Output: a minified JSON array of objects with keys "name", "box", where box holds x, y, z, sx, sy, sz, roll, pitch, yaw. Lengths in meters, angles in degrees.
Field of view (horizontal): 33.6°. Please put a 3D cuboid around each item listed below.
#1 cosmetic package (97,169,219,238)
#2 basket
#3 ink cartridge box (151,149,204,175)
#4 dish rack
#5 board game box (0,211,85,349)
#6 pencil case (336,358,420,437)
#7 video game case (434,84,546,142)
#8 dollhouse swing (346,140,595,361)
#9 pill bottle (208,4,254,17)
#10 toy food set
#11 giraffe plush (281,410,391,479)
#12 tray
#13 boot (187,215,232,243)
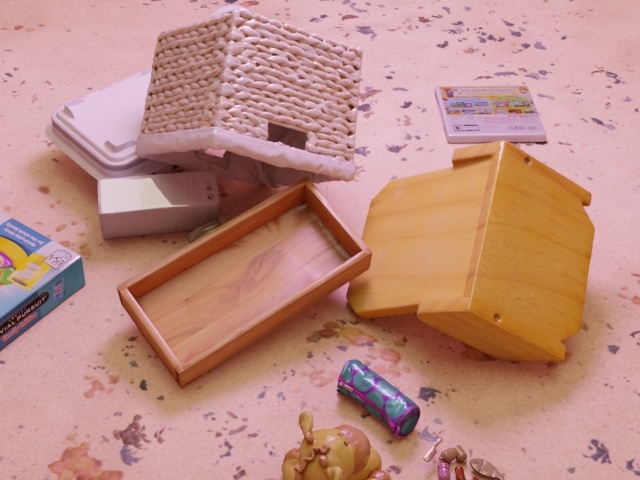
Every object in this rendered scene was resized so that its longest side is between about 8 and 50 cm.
[{"name":"cosmetic package","box":[-0.319,-0.071,2.086,0.231,0.117,0.085,-4,65,-11]},{"name":"basket","box":[-0.136,-0.261,2.056,0.328,0.266,0.331,11,-7,-35]},{"name":"ink cartridge box","box":[-0.364,-0.214,2.282,0.148,0.085,0.203,32,49,29]},{"name":"dish rack","box":[-0.379,-0.259,2.216,0.333,0.072,0.285,-30,50,-32]},{"name":"board game box","box":[-0.638,0.092,1.919,0.254,0.079,0.336,25,45,23]},{"name":"pencil case","box":[0.096,0.265,1.782,0.152,0.064,0.070,34,34,31]},{"name":"video game case","box":[0.393,-0.297,2.475,0.227,0.026,0.206,-1,41,-4]},{"name":"dollhouse swing","box":[0.277,0.042,1.975,0.315,0.305,0.346,27,61,-23]},{"name":"pill bottle","box":[-0.173,-0.436,2.504,0.146,0.146,0.264,-15,45,-20]},{"name":"toy food set","box":[0.228,0.372,1.706,0.122,0.019,0.078,31,48,18]},{"name":"giraffe plush","box":[0.014,0.342,1.607,0.181,0.170,0.210,27,47,24]},{"name":"tray","box":[-0.132,0.068,1.902,0.411,0.076,0.203,-31,65,-20]},{"name":"boot","box":[-0.138,0.017,2.045,0.213,0.077,0.165,-12,41,-17]}]
